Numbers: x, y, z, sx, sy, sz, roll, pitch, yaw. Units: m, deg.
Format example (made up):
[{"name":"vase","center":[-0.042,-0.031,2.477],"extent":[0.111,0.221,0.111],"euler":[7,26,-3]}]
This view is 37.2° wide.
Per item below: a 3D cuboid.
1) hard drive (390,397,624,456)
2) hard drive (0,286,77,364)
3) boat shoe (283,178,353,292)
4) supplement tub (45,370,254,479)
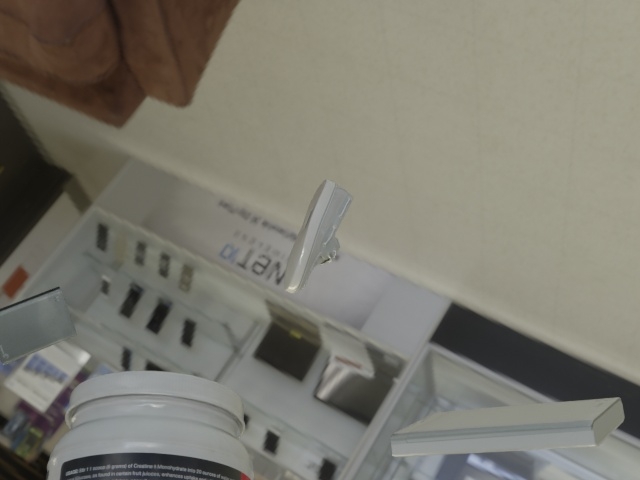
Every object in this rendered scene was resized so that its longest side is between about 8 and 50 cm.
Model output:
[{"name":"hard drive","center":[0.288,0.287,1.459],"extent":[0.308,0.040,0.203],"euler":[-11,176,28]},{"name":"hard drive","center":[-0.503,0.148,1.654],"extent":[0.022,0.135,0.094],"euler":[27,135,59]},{"name":"boat shoe","center":[0.000,0.000,1.401],"extent":[0.063,0.184,0.066],"euler":[26,152,-13]},{"name":"supplement tub","center":[-0.157,0.274,0.854],"extent":[0.191,0.272,0.191],"euler":[0,150,0]}]
